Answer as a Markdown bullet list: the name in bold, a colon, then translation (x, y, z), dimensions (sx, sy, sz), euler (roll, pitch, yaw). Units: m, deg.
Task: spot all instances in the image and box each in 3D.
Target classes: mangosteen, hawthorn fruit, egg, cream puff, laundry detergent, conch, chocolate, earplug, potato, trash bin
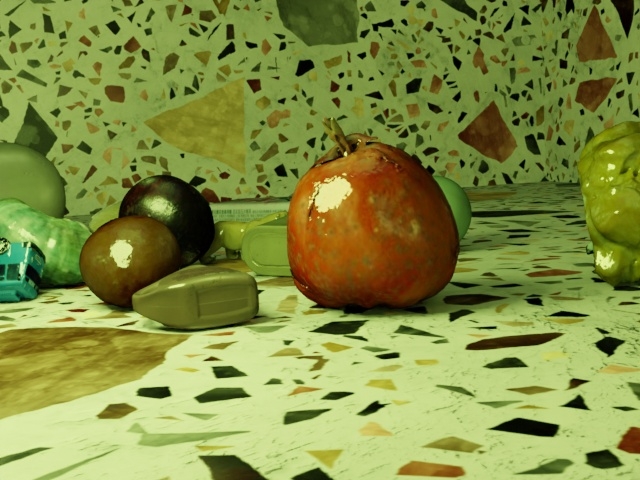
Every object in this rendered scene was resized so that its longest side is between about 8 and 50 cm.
- **mangosteen**: translation (-0.334, -0.026, 1.930), dimensions (0.216, 0.216, 0.216), euler (-3, 6, 0)
- **hawthorn fruit**: translation (0.065, -0.042, 1.374), dimensions (0.276, 0.307, 0.276), euler (-13, 15, 4)
- **egg**: translation (0.247, -0.059, 1.993), dimensions (0.168, 0.168, 0.231), euler (-2, 2, 9)
- **cream puff**: translation (0.565, -0.070, 1.507), dimensions (0.270, 0.274, 0.323), euler (-11, 7, 14)
- **laundry detergent**: translation (-0.204, 0.080, 1.374), dimensions (0.171, 0.076, 0.237), euler (-7, 7, -23)
- **conch**: translation (-0.570, 0.013, 1.779), dimensions (0.277, 0.220, 0.195), euler (-24, 37, 17)
- **chocolate**: translation (-0.307, 0.043, 1.493), dimensions (0.177, 0.176, 0.177), euler (-3, 6, 0)
- **earplug**: translation (-0.839, -0.095, 2.267), dimensions (0.313, 0.312, 0.394), euler (3, 6, 45)
- **potato**: translation (-0.432, -0.014, 2.182), dimensions (0.239, 0.116, 0.299), euler (-12, 20, -20)
- **trash bin**: translation (0.000, 0.000, 1.826), dimensions (0.243, 0.121, 0.247), euler (1, 10, 31)

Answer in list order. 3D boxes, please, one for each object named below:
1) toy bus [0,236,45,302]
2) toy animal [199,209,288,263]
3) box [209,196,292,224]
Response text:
- **toy bus**: translation (-0.593, 0.058, 1.618), dimensions (0.185, 0.106, 0.090), euler (-3, -24, 2)
- **toy animal**: translation (-0.158, -0.008, 1.987), dimensions (0.219, 0.101, 0.103), euler (-4, 3, 27)
- **box**: translation (-0.127, -0.062, 2.508), dimensions (0.370, 0.112, 0.190), euler (-1, 6, 32)
